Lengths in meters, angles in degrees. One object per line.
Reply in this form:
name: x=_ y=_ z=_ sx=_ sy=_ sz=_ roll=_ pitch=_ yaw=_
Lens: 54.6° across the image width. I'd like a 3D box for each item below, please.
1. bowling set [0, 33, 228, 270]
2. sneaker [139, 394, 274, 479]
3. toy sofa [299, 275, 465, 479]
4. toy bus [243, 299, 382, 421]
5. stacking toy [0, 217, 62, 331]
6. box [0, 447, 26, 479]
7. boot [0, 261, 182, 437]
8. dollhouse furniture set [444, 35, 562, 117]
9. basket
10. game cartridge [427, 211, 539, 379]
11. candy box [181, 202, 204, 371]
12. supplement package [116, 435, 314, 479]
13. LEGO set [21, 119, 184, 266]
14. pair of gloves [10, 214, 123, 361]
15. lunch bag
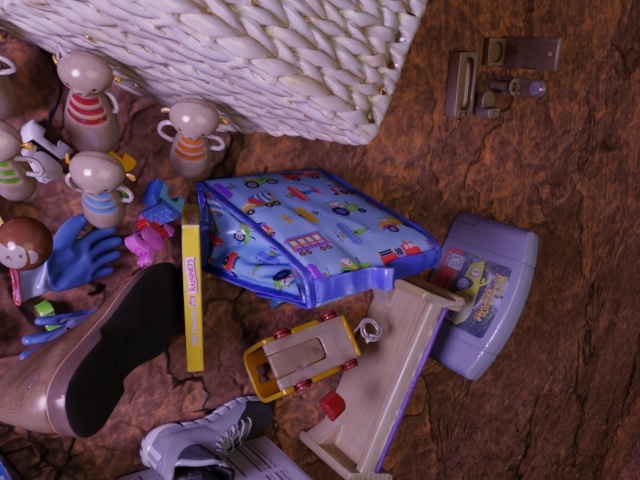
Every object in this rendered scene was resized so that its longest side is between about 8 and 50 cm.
bowling set: x=-0.244 y=-0.076 z=0.592 sx=0.287 sy=0.154 sz=0.199 roll=13 pitch=66 yaw=-11
sneaker: x=-0.143 y=0.318 z=0.938 sx=0.229 sy=0.132 sz=0.086 roll=-12 pitch=113 yaw=-36
toy sofa: x=0.125 y=0.242 z=1.121 sx=0.177 sy=0.150 sz=0.362 roll=21 pitch=92 yaw=-41
toy bus: x=-0.024 y=0.185 z=1.006 sx=0.202 sy=0.104 sz=0.191 roll=32 pitch=53 yaw=-17
stacking toy: x=-0.403 y=0.072 z=0.688 sx=0.167 sy=0.052 sz=0.221 roll=-32 pitch=124 yaw=-27
box: x=-0.354 y=0.359 z=0.761 sx=0.044 sy=0.159 sz=0.233 roll=-35 pitch=125 yaw=-28
boot: x=-0.261 y=0.111 z=0.739 sx=0.305 sy=0.115 sz=0.112 roll=-60 pitch=142 yaw=-63
dollhouse furniture set: x=0.325 y=-0.290 z=1.108 sx=0.151 sy=0.123 sz=0.144 roll=-13 pitch=113 yaw=-36
basket: x=-0.103 y=-0.275 z=0.608 sx=0.331 sy=0.328 sz=0.266 roll=20 pitch=87 yaw=-42
game cartridge: x=0.290 y=0.101 z=1.175 sx=0.060 sy=0.196 sz=0.294 roll=22 pitch=91 yaw=-43
candy box: x=-0.173 y=0.062 z=0.839 sx=0.027 sy=0.105 sz=0.205 roll=-1 pitch=109 yaw=-10
supplement package: x=-0.152 y=0.459 z=0.938 sx=0.263 sy=0.198 sz=0.199 roll=-4 pitch=107 yaw=-38
LEGO set: x=-0.245 y=-0.045 z=0.727 sx=0.227 sy=0.087 sz=0.093 roll=43 pitch=40 yaw=-39
pair of gloves: x=-0.302 y=0.070 z=0.760 sx=0.159 sy=0.023 sz=0.198 roll=-31 pitch=125 yaw=-53
lunch bag: x=0.000 y=0.000 z=0.832 sx=0.221 sy=0.293 sz=0.138 roll=-12 pitch=113 yaw=-36
